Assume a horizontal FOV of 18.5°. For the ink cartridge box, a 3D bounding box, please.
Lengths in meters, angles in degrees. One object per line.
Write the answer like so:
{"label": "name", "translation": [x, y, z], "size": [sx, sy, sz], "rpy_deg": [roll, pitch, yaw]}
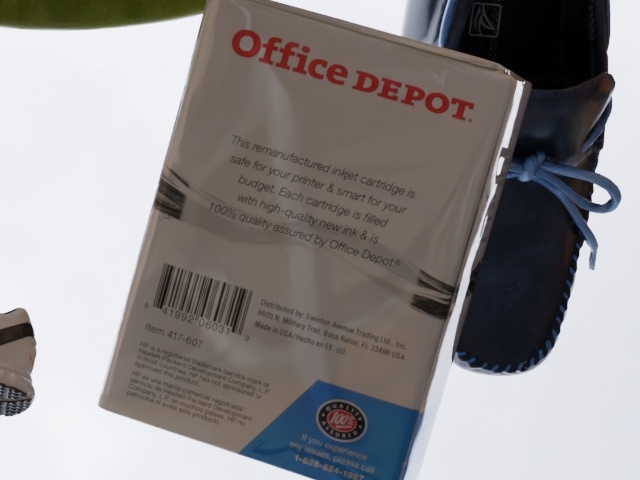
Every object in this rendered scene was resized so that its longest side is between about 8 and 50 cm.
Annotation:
{"label": "ink cartridge box", "translation": [0.000, 0.000, 0.916], "size": [0.148, 0.086, 0.203], "rpy_deg": [18, -84, 12]}

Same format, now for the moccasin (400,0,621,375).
{"label": "moccasin", "translation": [0.097, -0.086, 1.097], "size": [0.138, 0.117, 0.342], "rpy_deg": [-6, -79, -14]}

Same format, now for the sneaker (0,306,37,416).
{"label": "sneaker", "translation": [-0.167, 0.040, 0.797], "size": [0.109, 0.040, 0.043], "rpy_deg": [13, -122, -11]}

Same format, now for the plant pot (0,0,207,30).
{"label": "plant pot", "translation": [-0.121, -0.294, 0.977], "size": [0.275, 0.275, 0.293], "rpy_deg": [3, -110, -32]}
